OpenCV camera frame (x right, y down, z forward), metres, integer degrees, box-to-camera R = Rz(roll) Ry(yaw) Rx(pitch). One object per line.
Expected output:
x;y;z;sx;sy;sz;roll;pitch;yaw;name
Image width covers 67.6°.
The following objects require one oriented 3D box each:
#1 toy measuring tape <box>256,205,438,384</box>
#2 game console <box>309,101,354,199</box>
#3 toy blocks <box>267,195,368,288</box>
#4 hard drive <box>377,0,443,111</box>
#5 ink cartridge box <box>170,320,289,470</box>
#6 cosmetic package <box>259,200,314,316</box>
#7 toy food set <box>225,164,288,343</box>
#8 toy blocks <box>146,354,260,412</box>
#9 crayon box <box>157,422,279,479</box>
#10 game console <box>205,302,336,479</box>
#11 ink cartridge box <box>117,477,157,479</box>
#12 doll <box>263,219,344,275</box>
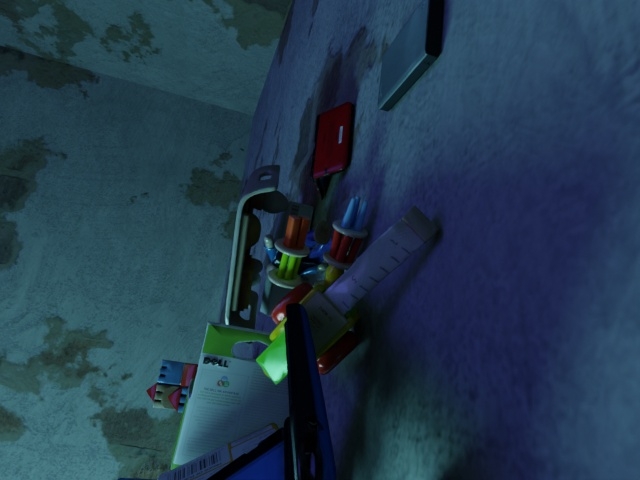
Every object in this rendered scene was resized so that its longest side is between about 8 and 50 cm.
0.030;0.073;0.598;0.330;0.121;0.122;-48;29;30;toy measuring tape
0.029;-0.167;0.907;0.124;0.085;0.144;-13;62;39;game console
0.000;0.000;0.677;0.054;0.123;0.148;-89;15;-71;toy blocks
0.117;-0.245;0.636;0.135;0.022;0.094;142;137;-67;hard drive
-0.137;0.274;0.842;0.097;0.188;0.256;-168;91;-76;ink cartridge box
-0.072;0.043;1.021;0.099;0.060;0.239;174;108;-72;cosmetic package
-0.120;0.017;0.937;0.220;0.092;0.307;-103;21;-71;toy food set
-0.261;0.340;1.094;0.381;0.260;0.191;141;138;-66;toy blocks
-0.112;0.373;0.628;0.323;0.202;0.083;175;75;-75;crayon box
-0.079;0.225;0.440;0.293;0.173;0.251;-116;21;-76;game console
-0.320;0.688;0.994;0.395;0.285;0.167;-155;76;-75;ink cartridge box
-0.037;0.022;0.796;0.189;0.129;0.046;-32;40;50;doll
